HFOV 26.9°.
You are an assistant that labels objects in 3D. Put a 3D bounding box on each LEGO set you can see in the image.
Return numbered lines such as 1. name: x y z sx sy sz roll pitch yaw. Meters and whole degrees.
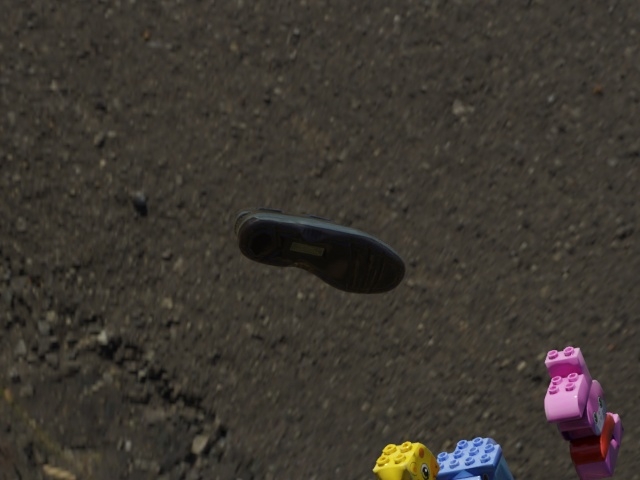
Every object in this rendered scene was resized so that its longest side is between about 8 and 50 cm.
1. LEGO set: 0.082 0.129 0.682 0.093 0.087 0.227 65 29 -17

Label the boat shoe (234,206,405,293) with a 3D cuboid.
1. boat shoe: 0.000 0.000 1.400 0.190 0.068 0.072 20 22 -23
